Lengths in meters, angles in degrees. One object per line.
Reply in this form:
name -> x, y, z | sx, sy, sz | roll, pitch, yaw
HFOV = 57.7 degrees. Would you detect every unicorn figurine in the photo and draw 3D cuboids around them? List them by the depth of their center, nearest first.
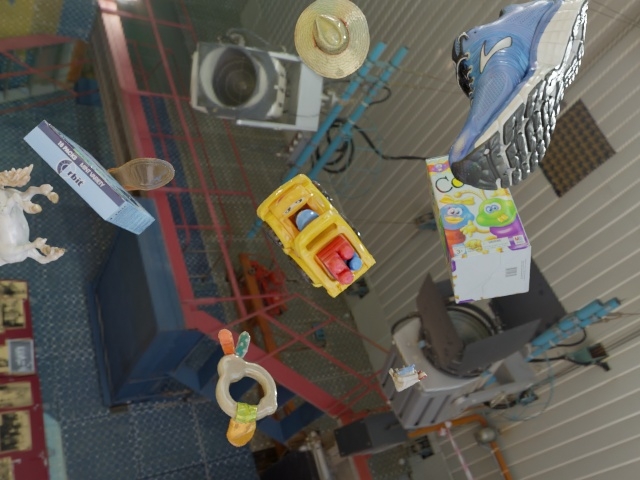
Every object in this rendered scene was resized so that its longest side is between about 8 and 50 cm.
unicorn figurine -> -0.367, -0.005, 0.692 | 0.111, 0.060, 0.162 | 0, -96, 15

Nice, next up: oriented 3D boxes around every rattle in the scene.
rattle -> -0.174, 0.306, 1.230 | 0.200, 0.130, 0.143 | 54, -23, 30

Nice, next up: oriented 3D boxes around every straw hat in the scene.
straw hat -> 0.017, -0.361, 1.014 | 0.144, 0.061, 0.144 | 1, -83, 10

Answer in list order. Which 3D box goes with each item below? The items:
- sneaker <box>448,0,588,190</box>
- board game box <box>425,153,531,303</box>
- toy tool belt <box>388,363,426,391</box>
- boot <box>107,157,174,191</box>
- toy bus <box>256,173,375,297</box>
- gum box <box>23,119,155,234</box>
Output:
sneaker -> 0.232, -0.195, 0.753 | 0.147, 0.330, 0.130 | 14, -34, 31
board game box -> 0.306, -0.036, 1.154 | 0.144, 0.142, 0.275 | 71, 12, -47
toy tool belt -> 0.188, 0.287, 1.255 | 0.051, 0.083, 0.052 | 62, -37, 15
boot -> -0.445, -0.150, 1.361 | 0.152, 0.197, 0.073 | -158, -122, -72
toy bus -> 0.000, 0.000, 1.113 | 0.220, 0.149, 0.211 | 52, -3, -21
gum box -> -0.331, -0.084, 0.858 | 0.157, 0.041, 0.184 | 45, -7, 1
